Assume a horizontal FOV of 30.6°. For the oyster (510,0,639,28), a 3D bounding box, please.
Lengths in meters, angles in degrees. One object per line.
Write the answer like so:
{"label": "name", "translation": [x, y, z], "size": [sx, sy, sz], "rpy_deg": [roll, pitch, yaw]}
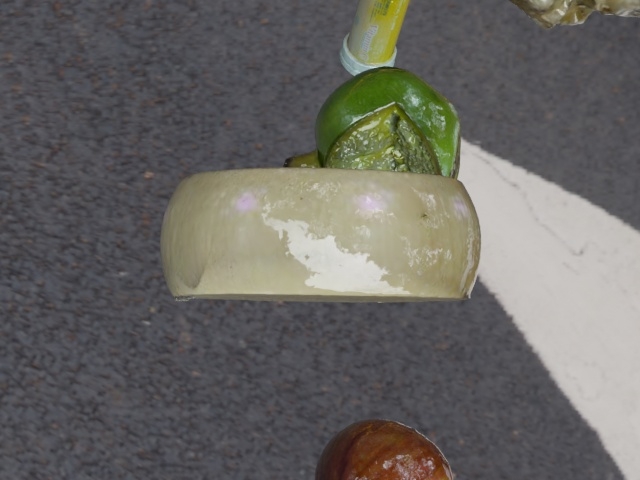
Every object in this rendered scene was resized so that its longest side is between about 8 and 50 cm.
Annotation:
{"label": "oyster", "translation": [0.125, -0.217, 0.780], "size": [0.342, 0.110, 0.166], "rpy_deg": [16, 42, -14]}

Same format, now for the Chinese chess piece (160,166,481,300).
{"label": "Chinese chess piece", "translation": [0.000, 0.000, 0.918], "size": [0.251, 0.251, 0.097], "rpy_deg": [2, 86, -36]}

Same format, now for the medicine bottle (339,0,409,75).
{"label": "medicine bottle", "translation": [0.080, -0.298, 1.453], "size": [0.074, 0.218, 0.073], "rpy_deg": [6, 55, -8]}

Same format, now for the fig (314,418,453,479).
{"label": "fig", "translation": [0.075, 0.339, 1.552], "size": [0.205, 0.205, 0.205], "rpy_deg": [-5, 99, -35]}

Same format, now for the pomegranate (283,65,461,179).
{"label": "pomegranate", "translation": [0.050, -0.099, 1.099], "size": [0.143, 0.169, 0.122], "rpy_deg": [46, 44, -60]}
